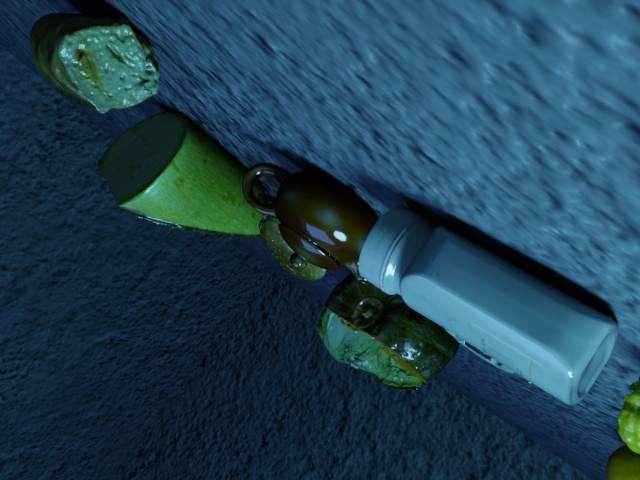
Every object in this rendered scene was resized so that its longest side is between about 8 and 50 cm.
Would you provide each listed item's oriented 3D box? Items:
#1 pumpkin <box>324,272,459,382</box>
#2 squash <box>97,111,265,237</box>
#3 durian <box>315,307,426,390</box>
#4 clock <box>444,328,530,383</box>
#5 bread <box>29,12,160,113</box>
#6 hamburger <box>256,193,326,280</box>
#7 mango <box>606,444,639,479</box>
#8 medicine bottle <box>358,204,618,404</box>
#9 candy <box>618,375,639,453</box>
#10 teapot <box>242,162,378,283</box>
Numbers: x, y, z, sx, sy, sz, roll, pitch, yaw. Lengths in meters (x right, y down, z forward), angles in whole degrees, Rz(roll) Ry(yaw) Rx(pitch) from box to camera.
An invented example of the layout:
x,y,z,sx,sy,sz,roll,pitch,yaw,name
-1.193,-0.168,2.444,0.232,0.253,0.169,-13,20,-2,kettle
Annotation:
x,y,z,sx,sy,sz,roll,pitch,yaw,name
0.167,0.182,1.739,0.281,0.139,0.190,30,171,49,pumpkin
-0.240,-0.086,1.596,0.309,0.210,0.233,47,179,-40,squash
0.132,0.224,1.935,0.394,0.198,0.163,27,168,42,durian
0.290,0.172,1.399,0.244,0.056,0.244,36,173,5,clock
-0.335,-0.263,1.170,0.152,0.129,0.268,35,176,-35,bread
-0.039,-0.020,1.375,0.185,0.131,0.159,38,170,9,hamburger
0.605,0.436,1.460,0.177,0.119,0.317,36,165,21,mango
0.190,0.069,0.955,0.296,0.111,0.161,30,170,29,medicine bottle
0.432,0.218,0.875,0.199,0.094,0.106,21,159,43,candy
-0.017,-0.027,1.210,0.252,0.135,0.178,33,169,13,teapot
